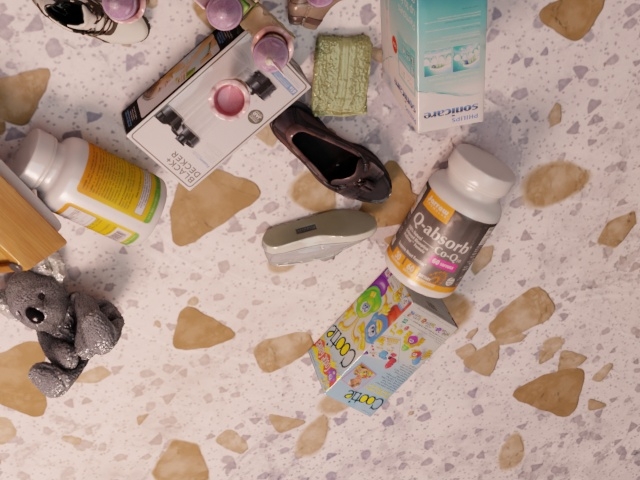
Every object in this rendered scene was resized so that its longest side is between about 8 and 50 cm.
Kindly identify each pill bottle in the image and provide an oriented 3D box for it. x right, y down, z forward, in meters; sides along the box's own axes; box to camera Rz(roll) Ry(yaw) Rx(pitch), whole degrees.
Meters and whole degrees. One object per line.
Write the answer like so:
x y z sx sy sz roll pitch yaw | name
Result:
0.253 -0.039 2.081 0.162 0.162 0.278 15 118 -26 | pill bottle
-0.402 -0.096 1.845 0.245 0.136 0.136 27 113 -31 | pill bottle

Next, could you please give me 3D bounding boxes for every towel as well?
0.036 -0.292 1.898 0.110 0.027 0.148 -2 110 -15 | towel

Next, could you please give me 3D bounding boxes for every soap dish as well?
-0.596 -0.057 1.763 0.228 0.118 0.291 -5 139 35 | soap dish

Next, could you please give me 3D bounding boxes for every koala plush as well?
-0.496 0.135 1.979 0.196 0.203 0.221 -43 105 14 | koala plush

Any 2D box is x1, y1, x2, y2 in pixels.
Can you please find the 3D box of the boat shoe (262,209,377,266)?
0.000 0.001 2.089 0.227 0.079 0.081 -11 136 -4 | boat shoe

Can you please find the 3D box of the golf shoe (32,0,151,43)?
-0.363 -0.350 1.705 0.198 0.094 0.077 14 118 -28 | golf shoe

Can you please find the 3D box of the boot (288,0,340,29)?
0.002 -0.401 1.824 0.118 0.042 0.087 6 128 -20 | boot

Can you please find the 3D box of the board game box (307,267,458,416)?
0.126 0.208 2.227 0.144 0.142 0.275 31 110 -33 | board game box

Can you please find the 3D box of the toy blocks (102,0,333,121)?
-0.139 -0.372 1.596 0.288 0.260 0.309 42 102 -10 | toy blocks

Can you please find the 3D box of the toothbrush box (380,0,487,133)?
0.186 -0.364 1.795 0.126 0.216 0.296 -12 128 -9 | toothbrush box

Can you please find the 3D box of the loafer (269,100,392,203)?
0.026 -0.142 1.975 0.109 0.095 0.302 -45 125 14 | loafer

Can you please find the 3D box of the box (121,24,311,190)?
-0.181 -0.241 1.844 0.290 0.087 0.169 -38 127 11 | box
